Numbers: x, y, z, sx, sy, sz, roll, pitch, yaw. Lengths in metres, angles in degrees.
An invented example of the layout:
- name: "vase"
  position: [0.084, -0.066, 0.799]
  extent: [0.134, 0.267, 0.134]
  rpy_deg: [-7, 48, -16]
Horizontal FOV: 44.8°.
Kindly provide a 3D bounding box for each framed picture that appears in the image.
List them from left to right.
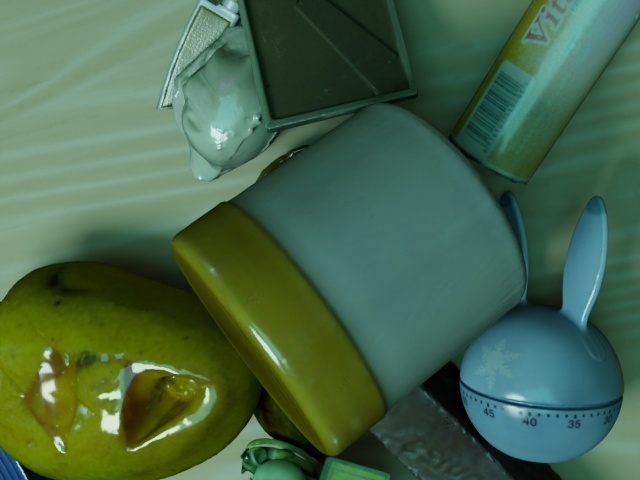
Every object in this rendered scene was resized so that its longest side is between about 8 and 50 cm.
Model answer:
- name: "framed picture"
  position: [-0.002, -0.216, 0.751]
  extent: [0.150, 0.015, 0.203]
  rpy_deg: [-14, 80, 2]

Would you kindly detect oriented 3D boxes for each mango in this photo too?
- name: "mango"
  position: [-0.231, 0.148, 0.879]
  extent: [0.365, 0.182, 0.252]
  rpy_deg: [-3, 94, 19]

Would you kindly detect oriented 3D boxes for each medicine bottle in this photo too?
- name: "medicine bottle"
  position: [0.024, 0.032, 0.704]
  extent: [0.232, 0.238, 0.237]
  rpy_deg: [-36, 96, -14]
- name: "medicine bottle"
  position: [0.261, -0.251, 0.686]
  extent: [0.108, 0.108, 0.426]
  rpy_deg: [32, 113, 4]

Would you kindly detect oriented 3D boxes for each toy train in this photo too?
- name: "toy train"
  position: [-0.018, 0.339, 0.873]
  extent: [0.188, 0.159, 0.271]
  rpy_deg: [14, 140, 10]

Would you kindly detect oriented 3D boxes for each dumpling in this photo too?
- name: "dumpling"
  position: [-0.099, -0.145, 0.810]
  extent: [0.127, 0.108, 0.188]
  rpy_deg: [49, 124, 6]

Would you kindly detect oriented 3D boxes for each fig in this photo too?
- name: "fig"
  position: [-0.020, 0.199, 0.896]
  extent: [0.109, 0.103, 0.154]
  rpy_deg: [17, 128, 48]

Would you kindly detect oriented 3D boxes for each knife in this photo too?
- name: "knife"
  position: [-0.110, -0.241, 0.825]
  extent: [0.046, 0.022, 0.256]
  rpy_deg: [27, 116, -17]

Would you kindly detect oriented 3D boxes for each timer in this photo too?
- name: "timer"
  position: [0.237, 0.097, 0.788]
  extent: [0.175, 0.175, 0.255]
  rpy_deg: [18, 81, 9]

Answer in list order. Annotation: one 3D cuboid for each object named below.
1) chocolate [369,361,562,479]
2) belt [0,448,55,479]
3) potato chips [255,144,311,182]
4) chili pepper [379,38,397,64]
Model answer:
- name: "chocolate"
  position: [0.146, 0.226, 0.851]
  extent: [0.112, 0.112, 0.321]
  rpy_deg: [-42, 93, 19]
- name: "belt"
  position: [-0.424, 0.326, 1.031]
  extent: [0.213, 0.117, 0.346]
  rpy_deg: [-10, 102, 18]
- name: "potato chips"
  position: [0.000, 0.000, 0.852]
  extent: [0.150, 0.049, 0.201]
  rpy_deg: [-32, 94, 3]
- name: "chili pepper"
  position: [-0.006, -0.207, 0.791]
  extent: [0.169, 0.065, 0.088]
  rpy_deg: [34, 111, 7]
